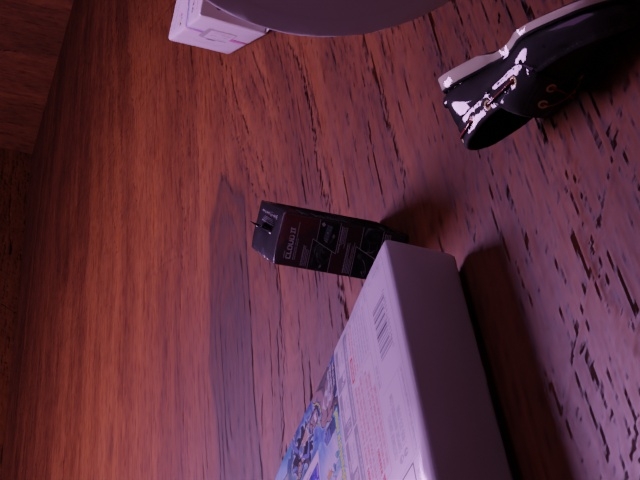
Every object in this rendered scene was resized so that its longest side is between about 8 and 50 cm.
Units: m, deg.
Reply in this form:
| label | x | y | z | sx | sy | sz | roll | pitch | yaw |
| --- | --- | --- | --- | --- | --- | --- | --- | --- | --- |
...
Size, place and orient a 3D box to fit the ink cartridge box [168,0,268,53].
| label | x | y | z | sx | sy | sz | roll | pitch | yaw |
| --- | --- | --- | --- | --- | --- | --- | --- | --- | --- |
| ink cartridge box | -0.080 | -0.243 | 1.308 | 0.198 | 0.067 | 0.115 | 180 | 102 | -73 |

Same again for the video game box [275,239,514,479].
| label | x | y | z | sx | sy | sz | roll | pitch | yaw |
| --- | --- | --- | --- | --- | --- | --- | --- | --- | --- |
| video game box | 0.031 | 0.135 | 0.705 | 0.205 | 0.048 | 0.187 | -98 | 28 | -50 |

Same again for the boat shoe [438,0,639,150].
| label | x | y | z | sx | sy | sz | roll | pitch | yaw |
| --- | --- | --- | --- | --- | --- | --- | --- | --- | --- |
| boat shoe | 0.100 | -0.076 | 0.635 | 0.133 | 0.049 | 0.042 | -30 | 78 | 60 |

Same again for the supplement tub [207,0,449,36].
| label | x | y | z | sx | sy | sz | roll | pitch | yaw |
| --- | --- | --- | --- | --- | --- | --- | --- | --- | --- |
| supplement tub | -0.007 | -0.283 | 0.783 | 0.331 | 0.241 | 0.241 | -99 | 27 | -50 |

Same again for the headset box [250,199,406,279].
| label | x | y | z | sx | sy | sz | roll | pitch | yaw |
| --- | --- | --- | --- | --- | --- | --- | --- | --- | --- |
| headset box | 0.000 | 0.000 | 0.838 | 0.062 | 0.083 | 0.032 | -151 | 73 | -74 |
